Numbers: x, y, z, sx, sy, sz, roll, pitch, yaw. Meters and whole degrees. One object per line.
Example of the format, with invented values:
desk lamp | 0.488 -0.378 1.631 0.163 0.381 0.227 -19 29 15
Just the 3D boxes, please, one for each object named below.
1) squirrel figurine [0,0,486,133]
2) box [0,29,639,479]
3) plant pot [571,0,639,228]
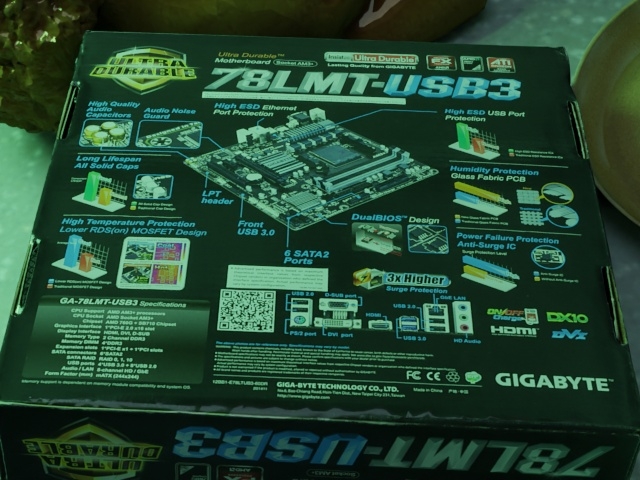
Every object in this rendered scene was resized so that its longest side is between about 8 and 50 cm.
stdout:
squirrel figurine | -0.129 -0.266 0.772 0.397 0.370 0.281 -28 55 -8
box | 0.000 0.000 0.682 0.296 0.073 0.293 2 42 -2
plant pot | 0.269 -0.073 0.764 0.236 0.032 0.236 -6 55 9
